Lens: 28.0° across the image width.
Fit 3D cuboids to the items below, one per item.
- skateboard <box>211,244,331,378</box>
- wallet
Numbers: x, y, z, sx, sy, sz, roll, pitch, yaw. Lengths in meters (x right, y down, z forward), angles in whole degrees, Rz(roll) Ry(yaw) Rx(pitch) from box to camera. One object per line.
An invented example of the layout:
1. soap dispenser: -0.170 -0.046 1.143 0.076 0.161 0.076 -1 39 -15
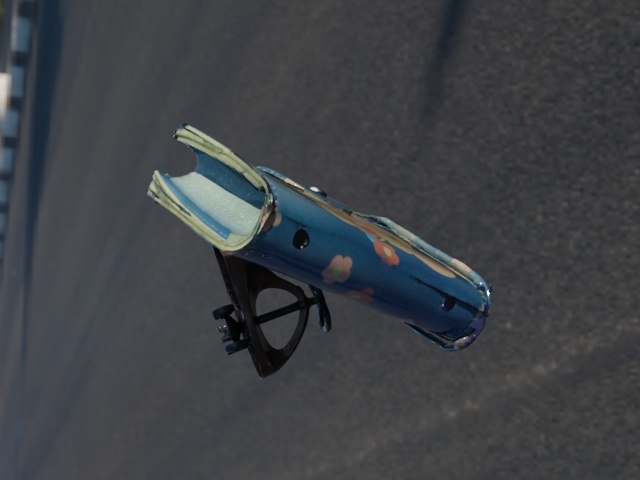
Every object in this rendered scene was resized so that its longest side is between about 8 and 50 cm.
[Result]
1. skateboard: -0.046 0.018 0.893 0.067 0.080 0.151 178 74 -78
2. wallet: 0.000 0.001 0.809 0.141 0.202 0.059 37 100 49
